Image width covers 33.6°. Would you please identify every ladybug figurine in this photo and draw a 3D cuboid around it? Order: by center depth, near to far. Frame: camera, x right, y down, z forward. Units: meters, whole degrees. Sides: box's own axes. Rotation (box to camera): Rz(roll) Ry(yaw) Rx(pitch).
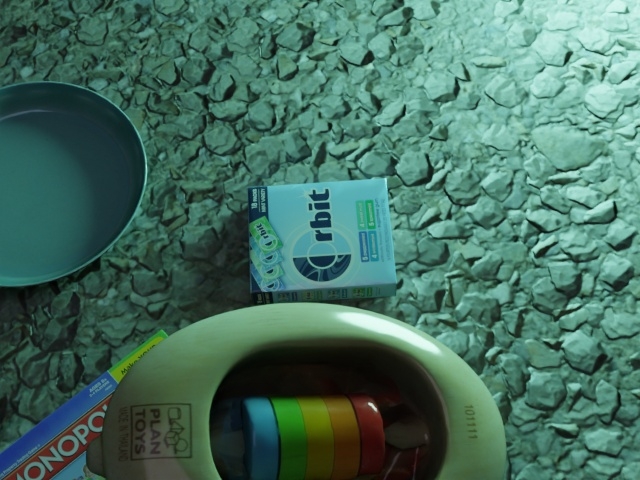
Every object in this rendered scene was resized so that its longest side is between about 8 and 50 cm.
[{"bbox_3d":[-0.025,0.225,1.137,0.449,0.162,0.305,4,64,-17],"label":"ladybug figurine"}]

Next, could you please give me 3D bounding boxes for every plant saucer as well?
[{"bbox_3d":[-0.387,-0.073,1.414,0.317,0.044,0.318,-1,61,1],"label":"plant saucer"}]

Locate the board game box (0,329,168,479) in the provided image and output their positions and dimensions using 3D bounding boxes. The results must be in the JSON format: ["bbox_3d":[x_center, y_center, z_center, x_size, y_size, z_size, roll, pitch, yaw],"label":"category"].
[{"bbox_3d":[-0.242,0.279,1.222,0.317,0.046,0.213,-38,69,-18],"label":"board game box"}]

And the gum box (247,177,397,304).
[{"bbox_3d":[0.000,0.000,1.367,0.184,0.041,0.157,-4,62,0],"label":"gum box"}]
